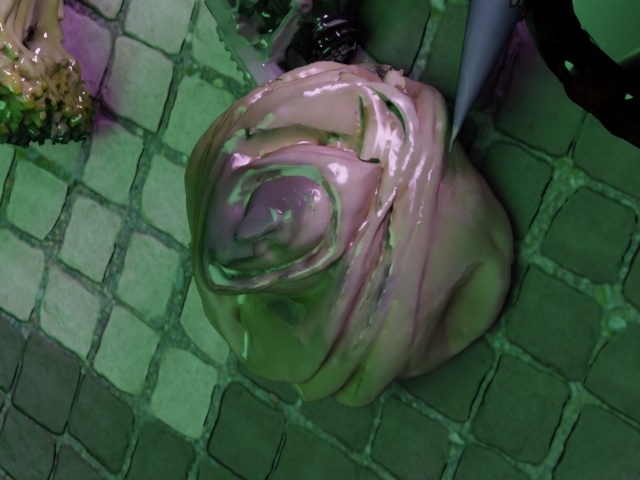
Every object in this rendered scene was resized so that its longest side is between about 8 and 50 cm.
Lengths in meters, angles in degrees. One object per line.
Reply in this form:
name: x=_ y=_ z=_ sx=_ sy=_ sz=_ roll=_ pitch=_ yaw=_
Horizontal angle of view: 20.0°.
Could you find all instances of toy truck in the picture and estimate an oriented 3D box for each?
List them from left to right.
toy truck: x=-0.003 y=-0.233 z=1.545 sx=0.286 sy=0.111 sz=0.136 roll=-44 pitch=67 yaw=31

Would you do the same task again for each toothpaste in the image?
toothpaste: x=0.151 y=-0.245 z=1.374 sx=0.080 sy=0.125 sz=0.371 roll=17 pitch=126 yaw=-3

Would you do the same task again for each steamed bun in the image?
steamed bun: x=0.000 y=0.000 z=1.509 sx=0.268 sy=0.207 sz=0.280 roll=-28 pitch=80 yaw=35

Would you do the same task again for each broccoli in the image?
broccoli: x=-0.272 y=-0.259 z=1.712 sx=0.397 sy=0.275 sz=0.353 roll=-8 pitch=108 yaw=17

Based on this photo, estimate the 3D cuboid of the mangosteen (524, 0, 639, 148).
mangosteen: x=0.283 y=-0.189 z=1.252 sx=0.287 sy=0.233 sz=0.288 roll=2 pitch=96 yaw=19
